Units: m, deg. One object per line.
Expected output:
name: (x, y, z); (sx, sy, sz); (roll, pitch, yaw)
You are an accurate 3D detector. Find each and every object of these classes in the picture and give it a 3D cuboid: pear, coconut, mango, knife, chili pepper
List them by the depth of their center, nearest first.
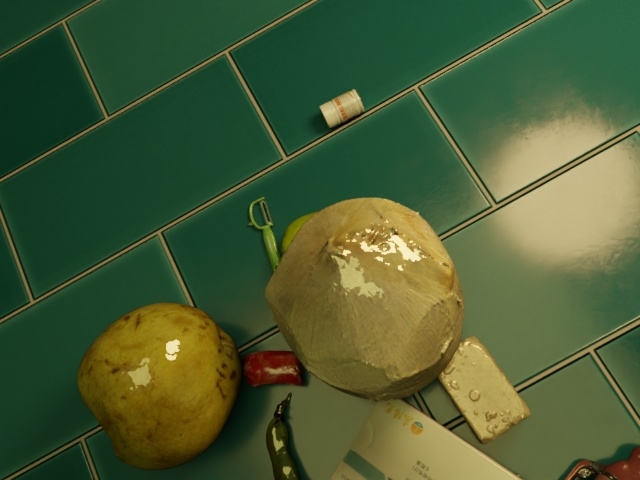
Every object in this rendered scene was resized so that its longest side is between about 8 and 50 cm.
coconut: (0.083, 0.104, 1.140); (0.346, 0.360, 0.346); (-7, 66, 17)
pear: (-0.297, 0.263, 1.226); (0.304, 0.304, 0.304); (-3, 74, 10)
chili pepper: (-0.097, 0.260, 1.295); (0.123, 0.070, 0.073); (-5, 90, 7)
mango: (-0.004, -0.005, 1.347); (0.163, 0.089, 0.117); (-29, 62, -11)
knife: (-0.117, 0.008, 1.396); (0.054, 0.015, 0.212); (-21, 72, 5)

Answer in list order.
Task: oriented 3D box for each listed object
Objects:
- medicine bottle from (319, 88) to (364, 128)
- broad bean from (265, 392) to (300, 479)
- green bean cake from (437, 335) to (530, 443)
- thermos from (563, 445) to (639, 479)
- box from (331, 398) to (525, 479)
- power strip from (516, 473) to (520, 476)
medicine bottle: (0.048, -0.293, 1.428); (0.089, 0.057, 0.057); (-25, 71, 3)
broad bean: (-0.056, 0.461, 1.230); (0.075, 0.067, 0.325); (-27, 67, 20)
green bean cake: (0.297, 0.280, 1.204); (0.109, 0.085, 0.179); (-33, 72, 1)
thermos: (0.479, 0.484, 1.110); (0.330, 0.136, 0.109); (-46, 104, -4)
box: (0.212, 0.447, 1.153); (0.343, 0.065, 0.200); (29, 81, 28)
power strip: (0.317, 0.510, 1.155); (0.030, 0.047, 0.191); (31, 82, 20)
